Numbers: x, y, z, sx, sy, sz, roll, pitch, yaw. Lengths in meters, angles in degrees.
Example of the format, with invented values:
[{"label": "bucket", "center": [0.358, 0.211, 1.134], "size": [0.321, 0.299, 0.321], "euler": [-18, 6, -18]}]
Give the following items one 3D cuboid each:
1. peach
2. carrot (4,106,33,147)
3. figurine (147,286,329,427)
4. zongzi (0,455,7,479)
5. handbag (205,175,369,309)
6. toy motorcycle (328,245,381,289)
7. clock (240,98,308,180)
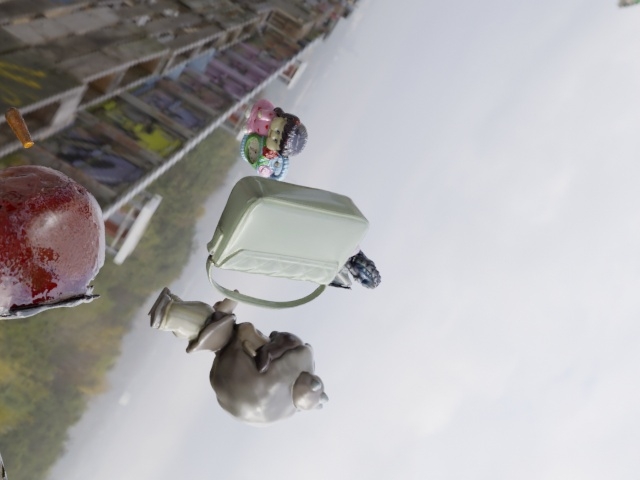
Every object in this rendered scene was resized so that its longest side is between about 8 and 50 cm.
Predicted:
[{"label": "peach", "center": [-0.673, 0.032, 1.742], "size": [0.339, 0.353, 0.416], "euler": [-11, -133, 24]}, {"label": "carrot", "center": [-0.596, -0.225, 1.570], "size": [0.032, 0.093, 0.032], "euler": [-29, 162, -10]}, {"label": "figurine", "center": [-0.168, 0.228, 1.566], "size": [0.203, 0.381, 0.248], "euler": [-57, -170, -27]}, {"label": "zongzi", "center": [-0.700, 0.423, 1.545], "size": [0.084, 0.187, 0.184], "euler": [-40, 148, 9]}, {"label": "handbag", "center": [-0.063, 0.016, 1.264], "size": [0.219, 0.256, 0.079], "euler": [-60, -140, 23]}, {"label": "toy motorcycle", "center": [0.004, -0.004, 1.563], "size": [0.239, 0.204, 0.108], "euler": [4, -130, 34]}, {"label": "clock", "center": [-0.123, -0.260, 2.117], "size": [0.195, 0.100, 0.194], "euler": [34, -61, 45]}]
